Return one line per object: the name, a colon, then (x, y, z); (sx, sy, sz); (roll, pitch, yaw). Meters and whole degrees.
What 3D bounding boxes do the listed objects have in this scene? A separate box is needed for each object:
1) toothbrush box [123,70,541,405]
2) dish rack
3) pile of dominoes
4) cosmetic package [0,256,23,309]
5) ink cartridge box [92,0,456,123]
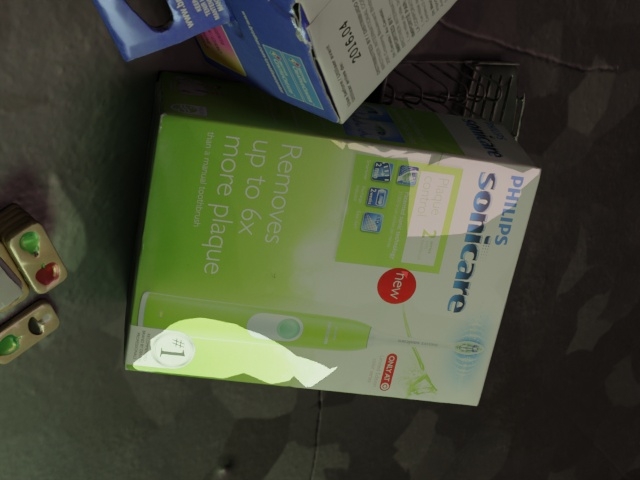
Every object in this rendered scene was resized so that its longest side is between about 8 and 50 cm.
toothbrush box: (0.000, 0.000, 0.935); (0.283, 0.122, 0.206); (8, 112, -12)
dish rack: (0.091, -0.069, 1.090); (0.271, 0.074, 0.208); (-6, 118, -38)
pile of dominoes: (-0.305, 0.061, 0.853); (0.251, 0.040, 0.196); (-36, 133, -19)
cosmetic package: (-0.287, -0.013, 0.688); (0.127, 0.238, 0.107); (-41, 131, -11)
ink cartridge box: (0.012, -0.271, 0.797); (0.395, 0.151, 0.270); (-50, 145, -20)
